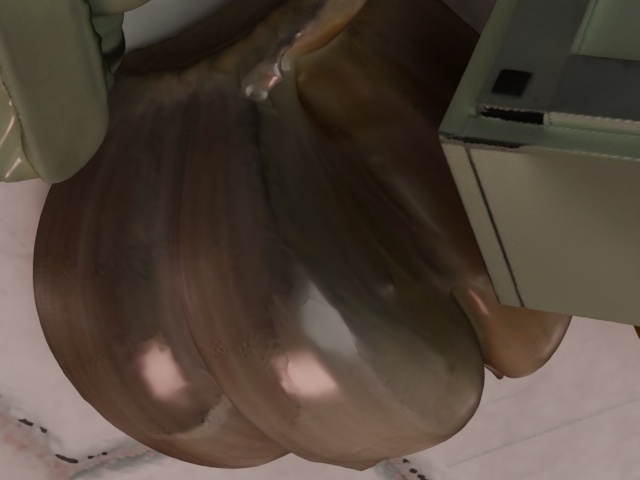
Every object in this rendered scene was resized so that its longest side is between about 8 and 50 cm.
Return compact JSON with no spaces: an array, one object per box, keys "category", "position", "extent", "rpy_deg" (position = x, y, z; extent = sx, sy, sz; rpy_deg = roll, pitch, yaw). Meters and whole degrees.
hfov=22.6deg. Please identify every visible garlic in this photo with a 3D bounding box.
[{"category":"garlic","position":[0.000,0.000,0.751],"extent":[0.237,0.210,0.292],"rpy_deg":[-43,122,-36]}]

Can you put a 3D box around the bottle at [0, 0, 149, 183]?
[{"category":"bottle","position":[-0.124,-0.167,0.585],"extent":[0.229,0.229,0.352],"rpy_deg":[23,112,-25]}]

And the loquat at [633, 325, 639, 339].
[{"category":"loquat","position":[0.237,0.012,0.757],"extent":[0.213,0.213,0.246],"rpy_deg":[26,69,-26]}]

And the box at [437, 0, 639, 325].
[{"category":"box","position":[0.196,-0.082,0.633],"extent":[0.225,0.225,0.117],"rpy_deg":[-65,149,-29]}]
